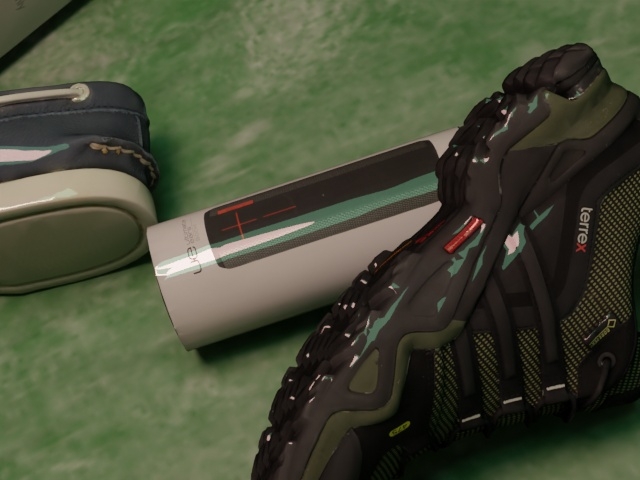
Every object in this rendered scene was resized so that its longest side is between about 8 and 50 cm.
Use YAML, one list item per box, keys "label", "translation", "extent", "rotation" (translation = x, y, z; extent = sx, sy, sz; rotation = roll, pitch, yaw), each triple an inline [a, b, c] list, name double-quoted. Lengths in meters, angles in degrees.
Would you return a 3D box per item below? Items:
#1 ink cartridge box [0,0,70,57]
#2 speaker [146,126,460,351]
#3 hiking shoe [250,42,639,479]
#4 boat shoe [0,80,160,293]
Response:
- label: "ink cartridge box"
  translation: [-0.176, -0.272, 0.891]
  extent: [0.395, 0.166, 0.285]
  rotation: [-42, 59, -15]
- label: "speaker"
  translation: [0.000, 0.000, 0.745]
  extent: [0.136, 0.055, 0.055]
  rotation: [-18, 56, 2]
- label: "hiking shoe"
  translation: [0.065, 0.043, 0.681]
  extent: [0.114, 0.086, 0.227]
  rotation: [35, 92, -7]
- label: "boat shoe"
  translation: [-0.196, -0.020, 0.778]
  extent: [0.254, 0.095, 0.079]
  rotation: [-11, 58, 4]
